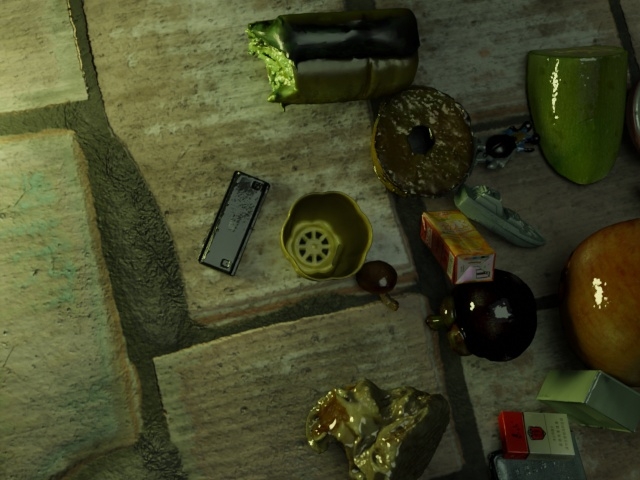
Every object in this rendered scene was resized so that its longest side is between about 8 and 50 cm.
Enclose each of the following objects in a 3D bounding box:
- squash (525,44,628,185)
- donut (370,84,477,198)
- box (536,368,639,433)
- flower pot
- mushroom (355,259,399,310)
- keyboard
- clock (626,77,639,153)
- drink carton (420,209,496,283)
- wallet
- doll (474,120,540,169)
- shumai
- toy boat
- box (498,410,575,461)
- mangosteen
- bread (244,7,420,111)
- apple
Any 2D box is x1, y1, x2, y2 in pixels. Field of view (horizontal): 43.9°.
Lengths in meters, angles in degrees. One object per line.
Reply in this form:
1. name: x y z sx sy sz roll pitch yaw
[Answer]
1. squash: 0.633 -0.305 1.939 0.233 0.210 0.309 -8 111 -13
2. donut: 0.227 -0.218 1.836 0.271 0.107 0.272 3 78 -14
3. box: 0.592 0.348 1.745 0.129 0.225 0.086 31 78 -4
4. flower pot: 0.000 0.000 1.718 0.195 0.179 0.195 1 83 -10
5. mushroom: 0.143 0.098 1.785 0.129 0.073 0.088 49 47 -2
6. keyboard: -0.190 -0.039 1.770 0.093 0.025 0.230 23 78 -4
7. clock: 0.837 -0.299 1.935 0.244 0.056 0.245 3 84 -32
8. drink carton: 0.301 0.010 1.751 0.096 0.223 0.071 -4 117 -11
9. wallet: 0.497 0.537 1.797 0.222 0.036 0.168 -13 83 -13
10. doll: 0.433 -0.222 1.887 0.195 0.070 0.096 -27 71 -20
11. shumai: 0.111 0.403 1.699 0.262 0.267 0.314 30 45 25
12. toy boat: 0.425 -0.053 1.831 0.260 0.085 0.078 29 33 -21
13. box: 0.482 0.438 1.779 0.152 0.048 0.100 5 50 -5
14. mangosteen: 0.354 0.170 1.758 0.249 0.211 0.212 -8 82 19
15. bread: 0.040 -0.410 1.762 0.376 0.251 0.209 -11 108 -11
16. apple: 0.711 0.144 1.714 0.400 0.400 0.334 11 63 -8
